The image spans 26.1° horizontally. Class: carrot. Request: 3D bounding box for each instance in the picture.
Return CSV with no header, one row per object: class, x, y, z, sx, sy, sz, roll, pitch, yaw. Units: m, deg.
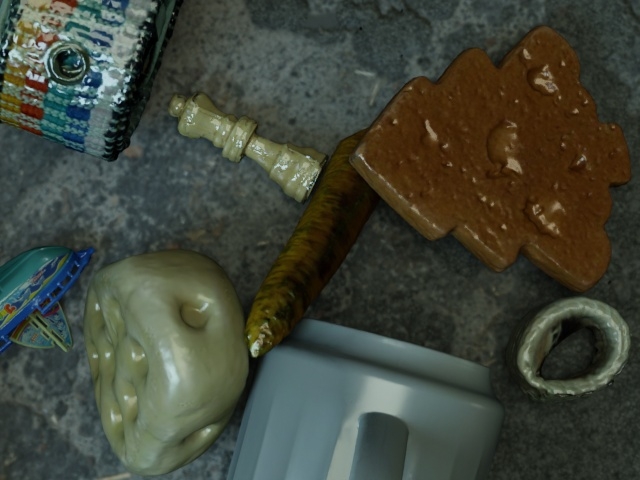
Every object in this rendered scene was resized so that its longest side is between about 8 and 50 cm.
carrot,0.000,0.000,1.312,0.066,0.066,0.314,29,45,0

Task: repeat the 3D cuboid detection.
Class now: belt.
belt,-0.223,-0.235,1.335,0.160,0.207,0.295,18,82,-3

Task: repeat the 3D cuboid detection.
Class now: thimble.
thimble,0.247,0.109,1.381,0.102,0.090,0.115,44,83,2

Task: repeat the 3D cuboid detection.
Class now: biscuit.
biscuit,0.171,-0.085,1.387,0.306,0.043,0.284,0,77,-20

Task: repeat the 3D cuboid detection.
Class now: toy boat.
toy boat,-0.286,0.073,1.374,0.175,0.091,0.110,-42,121,-9

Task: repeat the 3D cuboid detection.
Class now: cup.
cup,0.026,0.248,1.242,0.236,0.323,0.327,16,85,-1

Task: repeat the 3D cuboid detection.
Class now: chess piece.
chess piece,-0.078,-0.102,1.404,0.172,0.060,0.060,29,84,1

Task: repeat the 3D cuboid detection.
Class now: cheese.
cheese,-0.148,0.111,1.308,0.117,0.235,0.218,-6,108,-24
